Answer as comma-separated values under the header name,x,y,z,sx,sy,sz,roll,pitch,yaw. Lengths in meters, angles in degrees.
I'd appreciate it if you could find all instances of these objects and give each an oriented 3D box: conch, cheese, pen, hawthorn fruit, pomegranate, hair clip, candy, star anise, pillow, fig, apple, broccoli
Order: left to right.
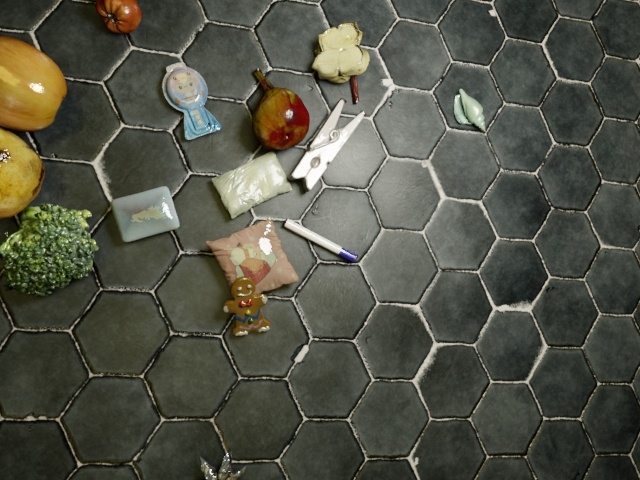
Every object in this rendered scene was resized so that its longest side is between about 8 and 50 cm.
name,x,y,z,sx,sy,sz,roll,pitch,yaw
pomegranate,-0.888,-0.190,1.146,0.261,0.260,0.260,1,86,-11
apple,-0.845,-0.431,1.199,0.241,0.242,0.242,29,81,-21
broccoli,-0.765,0.013,1.212,0.288,0.248,0.245,-29,55,-2
hawthorn fruit,-0.608,-0.705,1.307,0.125,0.125,0.140,36,82,-6
candy,-0.530,-0.080,1.301,0.174,0.071,0.138,-17,89,-11
cheese,-0.414,-0.446,1.359,0.135,0.052,0.244,-23,90,-12
star anise,-0.309,0.735,1.289,0.181,0.061,0.204,30,82,-7
pillow,-0.218,-0.180,1.381,0.230,0.050,0.148,-29,98,-15
pillow,-0.211,0.067,1.344,0.223,0.084,0.236,-25,92,-10
fig,-0.149,-0.430,1.346,0.191,0.191,0.290,-22,92,-12
pen,0.000,0.001,1.417,0.269,0.033,0.033,28,81,-8
hair clip,0.018,-0.315,1.415,0.101,0.085,0.330,37,77,-16
conch,0.537,-0.459,1.545,0.180,0.088,0.065,56,35,4

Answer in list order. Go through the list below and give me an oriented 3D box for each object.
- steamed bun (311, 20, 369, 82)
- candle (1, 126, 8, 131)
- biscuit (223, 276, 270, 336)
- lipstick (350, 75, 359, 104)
name,x,y,z,sx,sy,sz,roll,pitch,yaw
steamed bun,0.064,-0.610,1.434,0.192,0.106,0.177,-20,76,11
candle,-1.068,-0.272,1.222,0.329,0.051,0.048,-21,104,-11
biscuit,-0.228,0.205,1.317,0.138,0.031,0.204,-8,113,-11
lipstick,0.115,-0.559,1.483,0.027,0.027,0.176,-5,87,-11
